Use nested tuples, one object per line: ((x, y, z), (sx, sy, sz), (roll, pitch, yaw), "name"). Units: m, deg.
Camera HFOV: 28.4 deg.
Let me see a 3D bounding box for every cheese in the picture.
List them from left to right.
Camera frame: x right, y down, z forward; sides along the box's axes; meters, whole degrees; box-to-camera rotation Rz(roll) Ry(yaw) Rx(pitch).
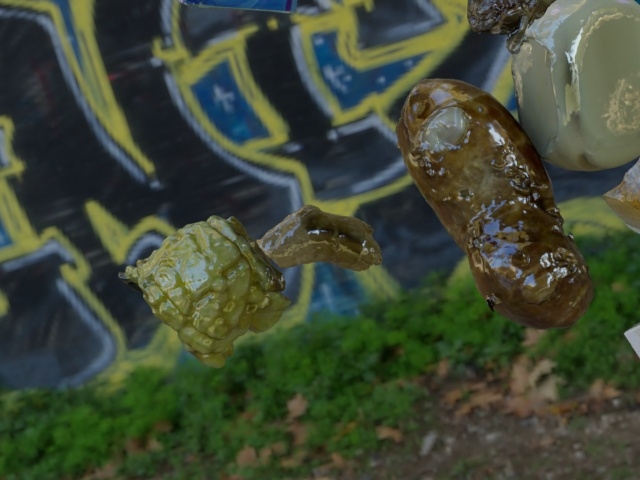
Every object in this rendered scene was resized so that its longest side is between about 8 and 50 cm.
((0.392, -0.232, 1.836), (0.233, 0.266, 0.127), (-16, 12, -32), "cheese")

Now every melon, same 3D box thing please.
((0.405, -0.060, 1.418), (0.093, 0.139, 0.202), (25, -4, -26), "melon")

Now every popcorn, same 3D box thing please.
((-0.196, 0.086, 2.325), (0.237, 0.293, 0.293), (-43, 8, -5), "popcorn")

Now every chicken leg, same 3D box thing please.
((0.271, -0.310, 1.544), (0.196, 0.080, 0.125), (-34, 29, 9), "chicken leg")

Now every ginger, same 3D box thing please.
((0.000, 0.002, 1.877), (0.190, 0.095, 0.069), (8, -23, -9), "ginger")
((0.252, -0.045, 1.792), (0.176, 0.418, 0.254), (-28, 7, 5), "ginger")

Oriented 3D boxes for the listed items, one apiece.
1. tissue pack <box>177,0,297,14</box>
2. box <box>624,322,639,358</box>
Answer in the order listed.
((-0.121, -0.469, 1.801), (0.198, 0.263, 0.146), (-2, 22, -31), "tissue pack")
((0.465, 0.127, 1.550), (0.029, 0.109, 0.198), (-29, -6, -31), "box")
